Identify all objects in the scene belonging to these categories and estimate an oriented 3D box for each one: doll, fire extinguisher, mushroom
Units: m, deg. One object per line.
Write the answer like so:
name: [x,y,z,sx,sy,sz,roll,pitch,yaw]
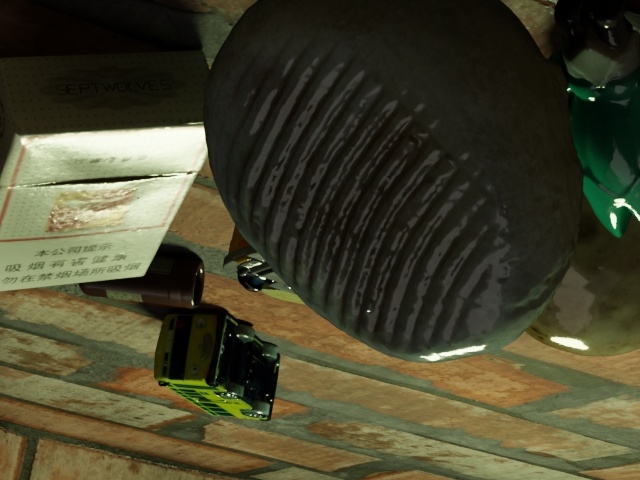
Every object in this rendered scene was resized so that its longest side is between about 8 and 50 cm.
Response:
doll: [0.284,-0.116,1.286,0.195,0.153,0.258,24,147,12]
fire extinguisher: [-0.281,0.049,2.135,0.231,0.071,0.099,6,-171,11]
mushroom: [0.292,0.003,1.526,0.255,0.184,0.255,-5,134,-5]

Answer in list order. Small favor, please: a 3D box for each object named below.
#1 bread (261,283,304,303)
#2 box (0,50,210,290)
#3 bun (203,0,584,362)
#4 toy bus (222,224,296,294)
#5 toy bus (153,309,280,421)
bread: [0.013,0.069,2.095,0.193,0.036,0.112,4,166,6]
box: [-0.250,-0.065,1.522,0.210,0.095,0.330,-6,153,-26]
bun: [0.073,-0.073,1.267,0.362,0.362,0.211,-8,-165,41]
toy bus: [0.000,0.000,1.731,0.209,0.136,0.126,19,157,-30]
toy bus: [-0.172,0.210,2.450,0.150,0.128,0.262,2,161,20]
